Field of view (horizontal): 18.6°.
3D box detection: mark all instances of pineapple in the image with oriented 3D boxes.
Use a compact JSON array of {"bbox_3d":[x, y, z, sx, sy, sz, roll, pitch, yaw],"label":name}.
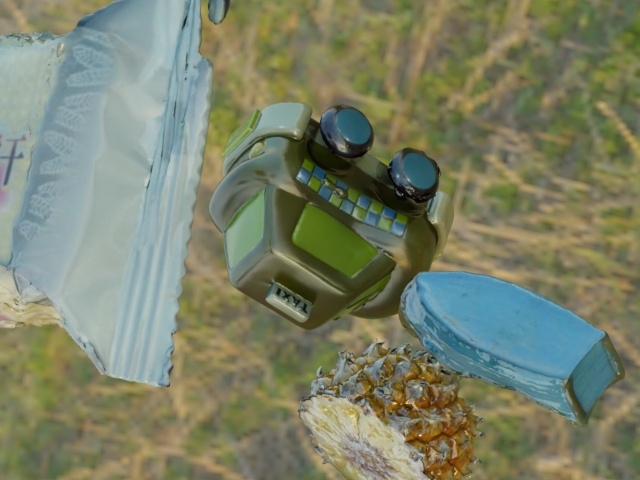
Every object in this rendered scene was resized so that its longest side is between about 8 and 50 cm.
[{"bbox_3d":[0.082,0.150,1.750,0.137,0.161,0.176,-43,33,-26],"label":"pineapple"}]

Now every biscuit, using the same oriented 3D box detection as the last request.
[{"bbox_3d":[-0.178,-0.032,0.943,0.309,0.079,0.186,1,73,37],"label":"biscuit"}]

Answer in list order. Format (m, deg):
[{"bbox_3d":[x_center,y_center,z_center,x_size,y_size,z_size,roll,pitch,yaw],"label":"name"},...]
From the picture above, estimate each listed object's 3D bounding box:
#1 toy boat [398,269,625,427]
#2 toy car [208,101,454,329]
[{"bbox_3d":[0.131,0.076,1.433,0.185,0.077,0.075,24,58,30],"label":"toy boat"},{"bbox_3d":[0.000,0.000,1.994,0.204,0.248,0.198,-41,23,50],"label":"toy car"}]
